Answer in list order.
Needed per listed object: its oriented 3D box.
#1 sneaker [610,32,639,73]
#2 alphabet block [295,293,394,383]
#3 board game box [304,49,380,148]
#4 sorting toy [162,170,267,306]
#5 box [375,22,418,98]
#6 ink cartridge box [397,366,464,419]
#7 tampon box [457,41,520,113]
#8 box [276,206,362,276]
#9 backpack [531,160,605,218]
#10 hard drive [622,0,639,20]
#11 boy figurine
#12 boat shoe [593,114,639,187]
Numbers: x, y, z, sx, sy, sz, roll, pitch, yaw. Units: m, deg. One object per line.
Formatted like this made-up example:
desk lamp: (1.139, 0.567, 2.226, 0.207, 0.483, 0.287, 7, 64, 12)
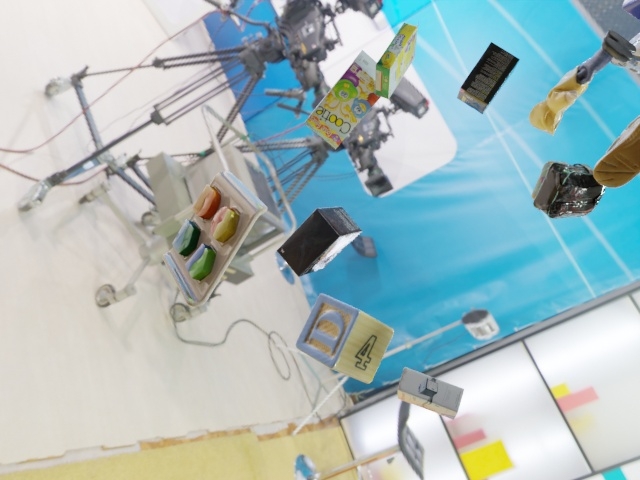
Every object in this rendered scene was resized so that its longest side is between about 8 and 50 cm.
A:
sneaker: (1.060, -0.551, 1.626, 0.210, 0.137, 0.366, 48, 20, -1)
alphabet block: (0.077, 0.307, 1.610, 0.192, 0.193, 0.197, 20, -10, 47)
board game box: (0.094, -0.468, 1.723, 0.142, 0.275, 0.144, 39, 37, -10)
sorting toy: (-0.197, -0.013, 0.901, 0.038, 0.208, 0.193, 32, 7, -40)
box: (0.191, -0.450, 1.264, 0.043, 0.179, 0.105, 27, -23, 17)
ink cartridge box: (0.344, 0.482, 1.619, 0.140, 0.190, 0.082, 73, 36, -60)
tampon box: (0.505, -0.489, 1.560, 0.101, 0.161, 0.120, 35, 5, 9)
box: (0.000, 0.000, 1.292, 0.093, 0.156, 0.158, 50, 23, 13)
backpack: (0.747, -0.155, 1.543, 0.144, 0.188, 0.166, -113, -151, -57)
hard drive: (1.091, -0.704, 1.502, 0.210, 0.040, 0.318, 23, -2, -13)
boy figurine: (0.635, -0.376, 1.286, 0.092, 0.285, 0.177, 39, 47, 5)
boat shoe: (0.674, -0.225, 1.036, 0.098, 0.277, 0.096, 41, 45, -2)
